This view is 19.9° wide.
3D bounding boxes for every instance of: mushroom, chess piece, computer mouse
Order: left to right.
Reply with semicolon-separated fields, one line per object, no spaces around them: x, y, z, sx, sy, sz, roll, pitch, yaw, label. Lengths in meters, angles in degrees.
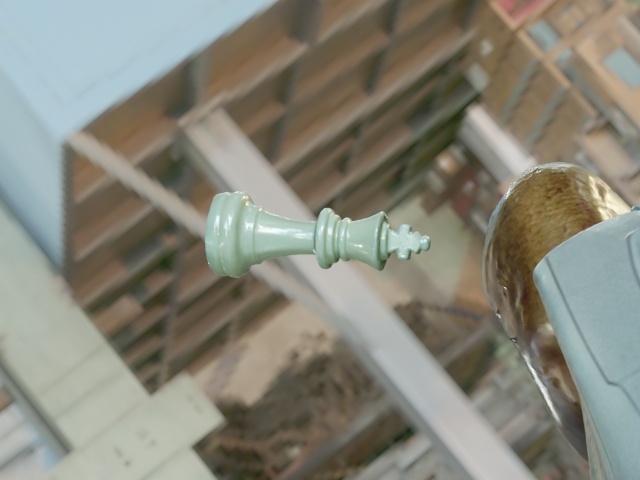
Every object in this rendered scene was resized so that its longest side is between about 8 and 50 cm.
0.000;0.000;1.221;0.059;0.149;0.059;4;-90;-75;chess piece
0.277;0.083;1.697;0.239;0.345;0.345;-9;-15;1;mushroom
0.254;0.095;1.190;0.188;0.371;0.122;-15;-42;3;computer mouse
